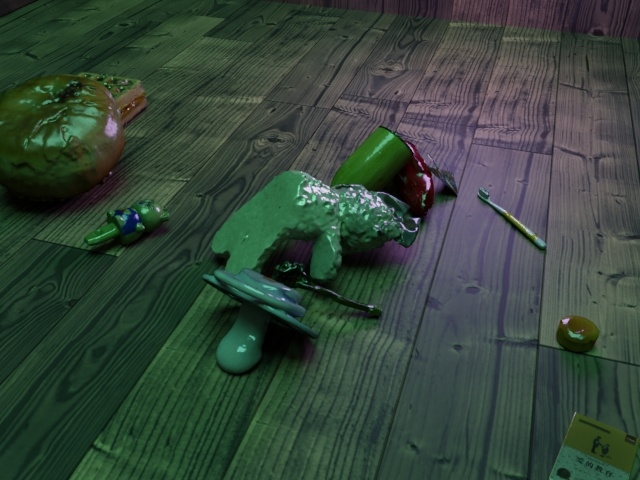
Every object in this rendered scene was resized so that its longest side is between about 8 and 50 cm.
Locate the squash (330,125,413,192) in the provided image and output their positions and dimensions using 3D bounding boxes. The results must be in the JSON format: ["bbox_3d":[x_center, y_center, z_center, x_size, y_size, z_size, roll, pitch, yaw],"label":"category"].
[{"bbox_3d":[0.125,-0.183,1.826,0.247,0.132,0.132,-47,48,-3],"label":"squash"}]

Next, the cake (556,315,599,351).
[{"bbox_3d":[0.539,0.194,1.415,0.084,0.044,0.084,2,37,-1],"label":"cake"}]

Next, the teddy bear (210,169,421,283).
[{"bbox_3d":[0.000,0.000,1.632,0.362,0.375,0.327,29,19,-38],"label":"teddy bear"}]

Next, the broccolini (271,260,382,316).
[{"bbox_3d":[0.014,0.111,1.475,0.255,0.071,0.057,21,40,-12],"label":"broccolini"}]

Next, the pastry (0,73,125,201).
[{"bbox_3d":[-0.734,-0.280,1.868,0.410,0.245,0.409,1,51,-1],"label":"pastry"}]

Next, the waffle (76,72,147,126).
[{"bbox_3d":[-0.760,-0.423,2.205,0.261,0.113,0.376,11,37,10],"label":"waffle"}]

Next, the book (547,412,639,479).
[{"bbox_3d":[0.480,0.384,1.178,0.118,0.012,0.172,21,40,24],"label":"book"}]

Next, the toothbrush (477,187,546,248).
[{"bbox_3d":[0.504,-0.064,1.787,0.021,0.024,0.288,-13,38,-20],"label":"toothbrush"}]

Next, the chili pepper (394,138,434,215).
[{"bbox_3d":[0.250,-0.192,1.905,0.110,0.110,0.387,-6,40,-9],"label":"chili pepper"}]

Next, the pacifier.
[{"bbox_3d":[-0.150,0.168,1.368,0.279,0.227,0.207,23,81,28],"label":"pacifier"}]

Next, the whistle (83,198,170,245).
[{"bbox_3d":[-0.487,-0.044,1.699,0.228,0.085,0.105,-27,40,-33],"label":"whistle"}]

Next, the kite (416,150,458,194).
[{"bbox_3d":[0.345,-0.189,1.917,0.183,0.010,0.160,3,50,-54],"label":"kite"}]
